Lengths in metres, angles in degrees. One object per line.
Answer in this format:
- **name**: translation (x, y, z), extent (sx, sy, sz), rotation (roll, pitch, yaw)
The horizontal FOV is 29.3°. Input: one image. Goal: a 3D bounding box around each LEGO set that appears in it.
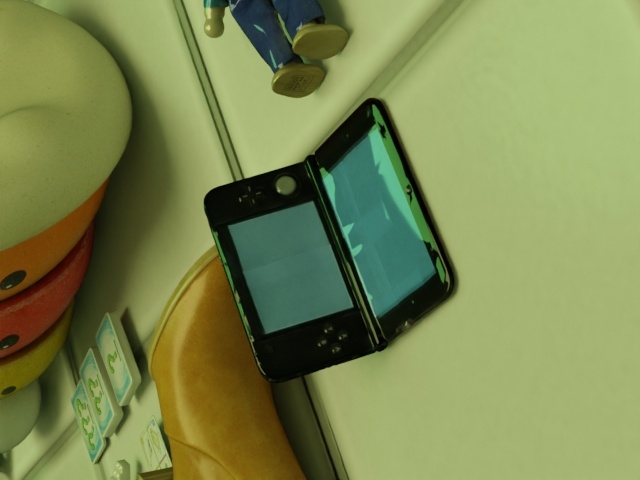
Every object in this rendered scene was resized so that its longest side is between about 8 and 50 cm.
- **LEGO set**: translation (-0.191, 0.214, 1.118), extent (0.244, 0.060, 0.182), rotation (65, 146, 25)

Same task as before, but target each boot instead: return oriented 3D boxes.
- **boot**: translation (-0.035, 0.163, 0.857), extent (0.211, 0.104, 0.295), rotation (39, 125, 35)

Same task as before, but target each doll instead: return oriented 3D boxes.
- **doll**: translation (-0.049, -0.187, 0.852), extent (0.129, 0.046, 0.189), rotation (-55, 51, 43)

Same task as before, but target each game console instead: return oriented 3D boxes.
- **game console**: translation (0.000, 0.000, 0.779), extent (0.085, 0.124, 0.144), rotation (95, 156, -67)

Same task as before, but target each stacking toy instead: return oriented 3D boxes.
- **stacking toy**: translation (-0.335, 0.040, 1.166), extent (0.350, 0.351, 0.479), rotation (51, 153, 39)
